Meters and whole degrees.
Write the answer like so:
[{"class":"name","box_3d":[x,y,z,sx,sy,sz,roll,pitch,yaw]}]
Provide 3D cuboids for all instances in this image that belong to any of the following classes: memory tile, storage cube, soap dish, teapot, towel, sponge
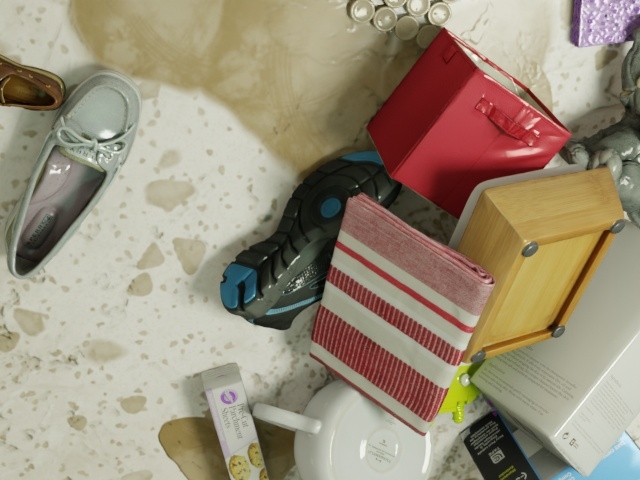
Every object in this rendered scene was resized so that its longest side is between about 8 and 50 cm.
[{"class":"memory tile","box_3d":[0.124,-0.348,1.442,0.148,0.012,0.113,18,109,-19]},{"class":"storage cube","box_3d":[0.206,-0.158,1.438,0.184,0.215,0.193,30,111,-23]},{"class":"soap dish","box_3d":[0.286,0.038,1.415,0.229,0.118,0.291,-11,137,-30]},{"class":"teapot","box_3d":[0.045,0.333,1.645,0.252,0.187,0.256,-26,102,-32]},{"class":"towel","box_3d":[0.107,0.113,1.450,0.037,0.237,0.329,-35,150,-42]},{"class":"sponge","box_3d":[0.437,-0.395,1.478,0.117,0.031,0.210,-7,115,-9]}]

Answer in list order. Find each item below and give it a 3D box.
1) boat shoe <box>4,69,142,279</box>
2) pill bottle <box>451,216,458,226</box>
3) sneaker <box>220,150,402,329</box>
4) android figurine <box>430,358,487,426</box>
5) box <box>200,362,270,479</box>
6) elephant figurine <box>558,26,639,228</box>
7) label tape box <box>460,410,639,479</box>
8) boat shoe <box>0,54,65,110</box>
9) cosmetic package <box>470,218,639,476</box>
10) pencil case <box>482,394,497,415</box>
[{"class":"boat shoe","box_3d":[-0.350,-0.089,1.405,0.118,0.103,0.320,30,105,-23]},{"class":"pill bottle","box_3d":[0.295,0.003,1.587,0.103,0.103,0.184,-36,116,5]},{"class":"sneaker","box_3d":[0.000,0.000,1.534,0.341,0.125,0.139,-42,139,8]},{"class":"android figurine","box_3d":[0.195,0.161,1.599,0.248,0.056,0.273,2,90,-32]},{"class":"box","box_3d":[-0.130,0.360,1.678,0.067,0.063,0.324,-14,116,-7]},{"class":"elephant figurine","box_3d":[0.495,-0.174,1.512,0.239,0.169,0.186,-47,140,7]},{"class":"label tape box","box_3d":[0.402,0.376,1.650,0.240,0.333,0.106,-37,116,6]},{"class":"boat shoe","box_3d":[-0.436,-0.216,1.353,0.178,0.060,0.064,12,111,-17]},{"class":"cosmetic package","box_3d":[0.440,0.158,1.579,0.365,0.197,0.155,-48,129,-5]},{"class":"pencil case","box_3d":[0.348,0.236,1.726,0.152,0.064,0.070,-30,99,2]}]
